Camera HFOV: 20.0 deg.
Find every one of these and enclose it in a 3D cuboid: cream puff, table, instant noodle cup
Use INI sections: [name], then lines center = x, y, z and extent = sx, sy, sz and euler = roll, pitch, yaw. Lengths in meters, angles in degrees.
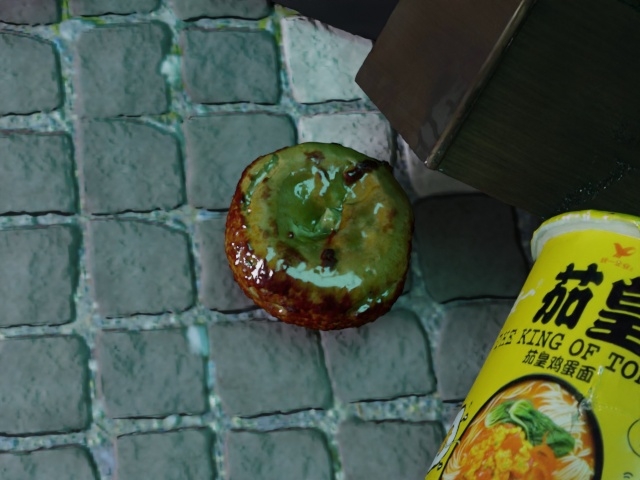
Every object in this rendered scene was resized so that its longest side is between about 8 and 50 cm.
[cream puff]
center = 0.000, 0.000, 1.324
extent = 0.149, 0.084, 0.149
euler = 5, 63, -10
[table]
center = 0.166, -0.118, 1.264
extent = 0.193, 0.169, 0.172
euler = 24, 106, -25
[instant noodle cup]
center = 0.209, 0.174, 1.171
extent = 0.325, 0.325, 0.254
euler = 35, 75, 7

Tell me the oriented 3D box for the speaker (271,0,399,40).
[speaker]
center = 0.091, -0.324, 1.434
extent = 0.184, 0.180, 0.388
euler = 30, 65, 10
